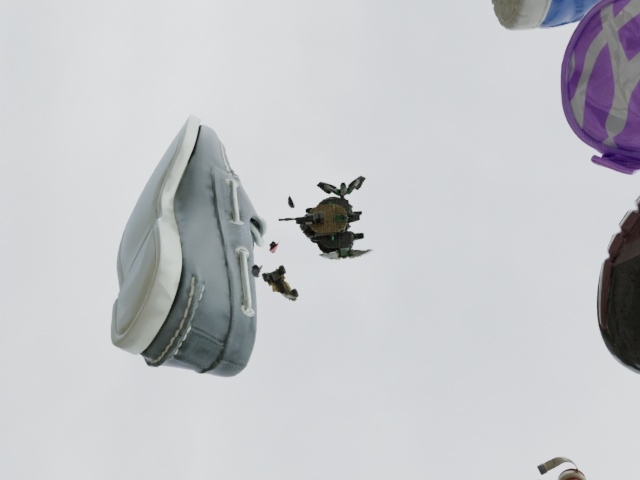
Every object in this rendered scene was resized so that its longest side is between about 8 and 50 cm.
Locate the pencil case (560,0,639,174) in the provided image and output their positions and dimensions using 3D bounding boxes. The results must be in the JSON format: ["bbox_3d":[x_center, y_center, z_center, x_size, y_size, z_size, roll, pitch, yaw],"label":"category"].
[{"bbox_3d":[0.189,-0.065,0.821,0.086,0.206,0.088,25,-82,33],"label":"pencil case"}]

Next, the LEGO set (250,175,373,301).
[{"bbox_3d":[-0.003,-0.001,0.916,0.054,0.083,0.023,51,-15,24],"label":"LEGO set"}]

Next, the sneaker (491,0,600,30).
[{"bbox_3d":[0.149,-0.177,0.896,0.058,0.085,0.152,-115,-153,-42],"label":"sneaker"}]

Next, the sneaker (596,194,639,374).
[{"bbox_3d":[0.304,-0.028,1.271,0.281,0.106,0.162,-63,-179,-4],"label":"sneaker"}]

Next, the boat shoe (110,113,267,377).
[{"bbox_3d":[-0.096,0.005,1.333,0.116,0.099,0.319,-58,-165,23],"label":"boat shoe"}]

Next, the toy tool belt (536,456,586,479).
[{"bbox_3d":[0.138,0.178,1.096,0.052,0.083,0.051,63,3,-9],"label":"toy tool belt"}]
